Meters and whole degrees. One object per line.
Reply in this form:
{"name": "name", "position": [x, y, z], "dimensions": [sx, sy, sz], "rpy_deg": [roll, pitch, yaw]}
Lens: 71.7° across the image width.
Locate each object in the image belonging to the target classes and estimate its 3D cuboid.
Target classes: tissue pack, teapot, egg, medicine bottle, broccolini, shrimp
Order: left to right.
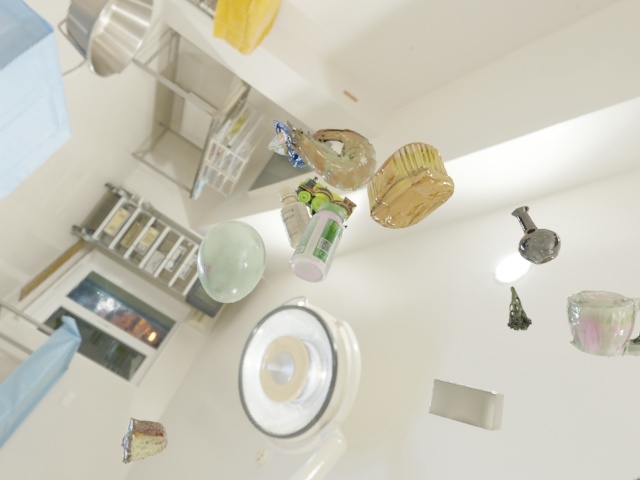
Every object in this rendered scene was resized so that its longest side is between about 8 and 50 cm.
{"name": "egg", "position": [-0.244, 0.064, 1.211], "dimensions": [0.183, 0.182, 0.264], "rpy_deg": [-67, 178, -51]}
{"name": "medicine bottle", "position": [-0.101, -0.097, 1.763], "dimensions": [0.114, 0.253, 0.114], "rpy_deg": [-18, 164, -5]}
{"name": "medicine bottle", "position": [0.000, 0.000, 1.500], "dimensions": [0.133, 0.133, 0.274], "rpy_deg": [-45, -162, 52]}
{"name": "shrimp", "position": [0.014, -0.152, 0.734], "dimensions": [0.099, 0.180, 0.041], "rpy_deg": [-54, 165, 1]}
{"name": "tissue pack", "position": [0.573, 0.640, 1.739], "dimensions": [0.246, 0.159, 0.136], "rpy_deg": [2, -106, 37]}
{"name": "broccolini", "position": [0.683, 0.239, 1.548], "dimensions": [0.201, 0.073, 0.058], "rpy_deg": [-66, 177, -57]}
{"name": "teapot", "position": [0.819, 0.238, 1.265], "dimensions": [0.163, 0.221, 0.178], "rpy_deg": [-156, -118, -74]}

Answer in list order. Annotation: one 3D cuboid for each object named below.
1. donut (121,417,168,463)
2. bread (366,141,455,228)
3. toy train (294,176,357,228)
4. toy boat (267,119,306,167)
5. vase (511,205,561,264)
{"name": "donut", "position": [-0.550, 0.614, 1.381], "dimensions": [0.187, 0.126, 0.144], "rpy_deg": [-61, -151, 26]}
{"name": "bread", "position": [0.277, -0.177, 1.403], "dimensions": [0.288, 0.204, 0.156], "rpy_deg": [-51, -147, 45]}
{"name": "toy train", "position": [0.017, -0.172, 2.006], "dimensions": [0.161, 0.296, 0.100], "rpy_deg": [-56, -179, -14]}
{"name": "toy boat", "position": [-0.111, -0.298, 1.358], "dimensions": [0.110, 0.175, 0.091], "rpy_deg": [-24, 166, -27]}
{"name": "vase", "position": [0.638, -0.021, 1.337], "dimensions": [0.120, 0.120, 0.183], "rpy_deg": [-48, -131, 43]}
